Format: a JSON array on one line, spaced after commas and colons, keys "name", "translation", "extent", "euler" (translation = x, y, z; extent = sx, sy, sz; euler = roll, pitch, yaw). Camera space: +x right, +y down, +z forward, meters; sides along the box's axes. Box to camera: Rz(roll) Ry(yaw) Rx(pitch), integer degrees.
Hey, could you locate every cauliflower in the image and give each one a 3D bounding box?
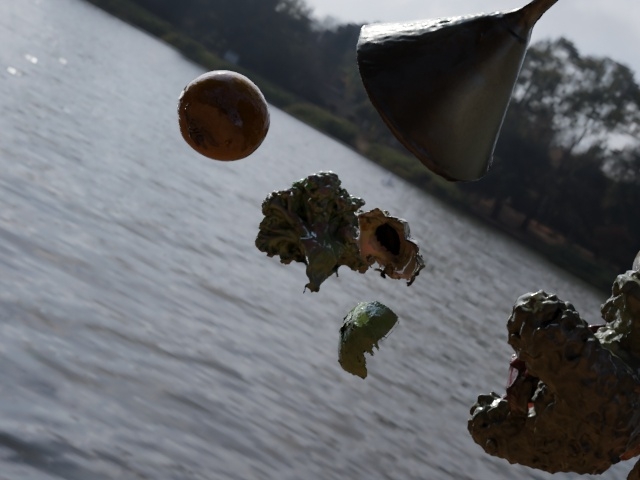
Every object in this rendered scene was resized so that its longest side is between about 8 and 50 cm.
[{"name": "cauliflower", "translation": [0.000, 0.000, 2.072], "extent": [0.256, 0.239, 0.315], "euler": [39, 24, -21]}]

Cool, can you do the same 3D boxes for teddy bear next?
[{"name": "teddy bear", "translation": [0.407, 0.157, 1.413], "extent": [0.224, 0.367, 0.357], "euler": [39, -32, 24]}]

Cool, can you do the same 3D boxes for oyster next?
[{"name": "oyster", "translation": [0.120, 0.003, 1.637], "extent": [0.209, 0.072, 0.133], "euler": [-8, -78, 68]}]

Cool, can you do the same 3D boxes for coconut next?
[{"name": "coconut", "translation": [0.064, 0.156, 1.625], "extent": [0.055, 0.133, 0.158], "euler": [27, -33, -16]}]

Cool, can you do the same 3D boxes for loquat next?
[{"name": "loquat", "translation": [-0.146, -0.188, 1.505], "extent": [0.141, 0.141, 0.141], "euler": [29, 5, -3]}]

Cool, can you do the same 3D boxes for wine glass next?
[{"name": "wine glass", "translation": [0.268, -0.290, 1.257], "extent": [0.267, 0.406, 0.267], "euler": [30, 39, -28]}]

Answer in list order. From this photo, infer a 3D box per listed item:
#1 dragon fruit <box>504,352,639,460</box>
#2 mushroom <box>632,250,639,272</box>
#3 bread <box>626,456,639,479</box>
[{"name": "dragon fruit", "translation": [0.488, 0.274, 1.790], "extent": [0.291, 0.250, 0.269], "euler": [12, -18, 4]}, {"name": "mushroom", "translation": [0.711, 0.066, 1.904], "extent": [0.207, 0.215, 0.207], "euler": [49, 5, -6]}, {"name": "bread", "translation": [0.428, 0.292, 1.280], "extent": [0.035, 0.083, 0.070], "euler": [31, 9, -9]}]
